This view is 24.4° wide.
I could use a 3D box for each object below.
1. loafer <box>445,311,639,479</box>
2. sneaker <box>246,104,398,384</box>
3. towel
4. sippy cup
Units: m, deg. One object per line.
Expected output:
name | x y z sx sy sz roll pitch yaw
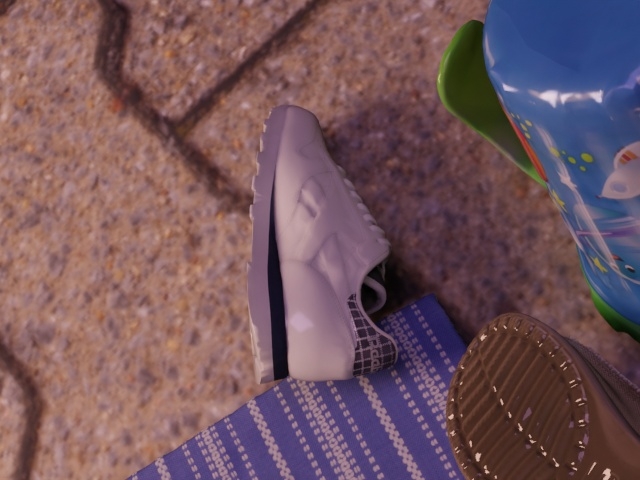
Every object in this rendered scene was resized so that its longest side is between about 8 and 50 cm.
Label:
loafer | 0.162 0.136 0.811 0.102 0.092 0.268 -55 38 12
sneaker | 0.000 0.000 0.998 0.094 0.090 0.235 -4 49 2
towel | -0.016 0.206 0.918 0.336 0.040 0.243 -32 52 2
sippy cup | 0.210 -0.080 0.828 0.305 0.224 0.240 -24 45 25
